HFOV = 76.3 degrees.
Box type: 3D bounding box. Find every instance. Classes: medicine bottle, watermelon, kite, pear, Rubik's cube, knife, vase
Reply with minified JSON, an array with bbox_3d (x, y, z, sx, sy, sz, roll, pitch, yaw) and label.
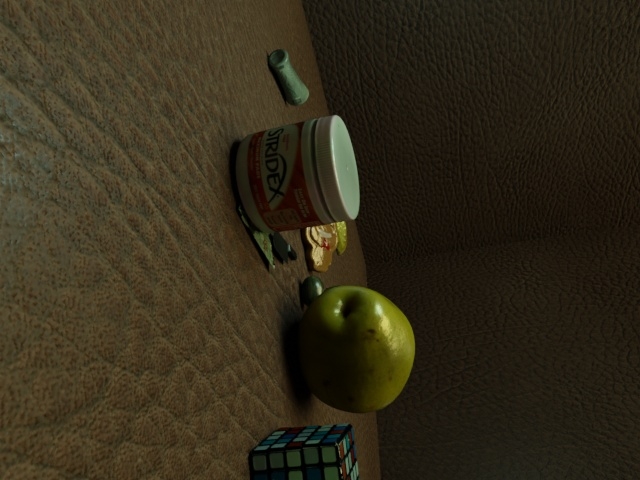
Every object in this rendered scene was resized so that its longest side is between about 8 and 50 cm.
[{"bbox_3d":[-0.048,-0.156,0.997,0.252,0.240,0.253,-8,90,-74],"label":"medicine bottle"},{"bbox_3d":[-0.027,0.174,1.368,0.078,0.078,0.111,53,35,-68],"label":"watermelon"},{"bbox_3d":[-0.161,-0.070,1.046,0.267,0.013,0.323,-12,91,-79],"label":"kite"},{"bbox_3d":[0.098,0.311,1.201,0.419,0.361,0.363,75,12,-47],"label":"pear"},{"bbox_3d":[-0.022,0.492,0.833,0.187,0.182,0.184,40,40,-75],"label":"Rubik's cube"},{"bbox_3d":[-0.106,0.031,1.207,0.245,0.019,0.072,60,25,-68],"label":"knife"},{"bbox_3d":[-0.121,-0.610,1.524,0.219,0.096,0.096,48,34,-66],"label":"vase"}]

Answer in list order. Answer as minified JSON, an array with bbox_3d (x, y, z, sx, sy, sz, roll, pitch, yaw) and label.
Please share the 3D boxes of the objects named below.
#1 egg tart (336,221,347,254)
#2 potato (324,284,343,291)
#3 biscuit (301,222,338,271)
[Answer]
[{"bbox_3d":[0.044,-0.083,1.857,0.315,0.120,0.315,-8,90,-78],"label":"egg tart"},{"bbox_3d":[0.070,0.308,1.509,0.210,0.173,0.308,-94,173,-66],"label":"potato"},{"bbox_3d":[0.005,-0.043,1.578,0.202,0.047,0.334,20,70,-49],"label":"biscuit"}]
